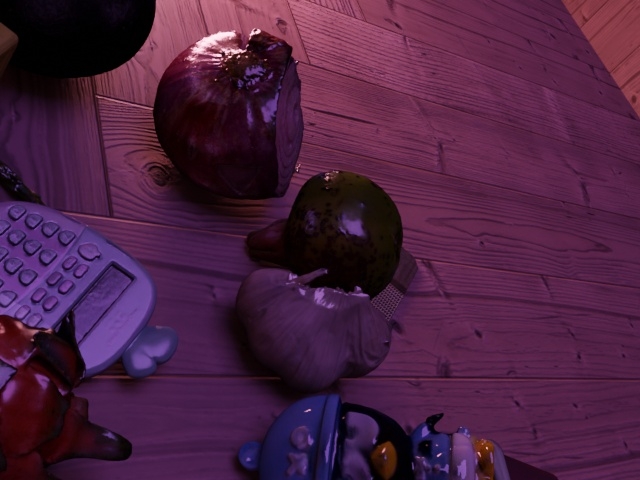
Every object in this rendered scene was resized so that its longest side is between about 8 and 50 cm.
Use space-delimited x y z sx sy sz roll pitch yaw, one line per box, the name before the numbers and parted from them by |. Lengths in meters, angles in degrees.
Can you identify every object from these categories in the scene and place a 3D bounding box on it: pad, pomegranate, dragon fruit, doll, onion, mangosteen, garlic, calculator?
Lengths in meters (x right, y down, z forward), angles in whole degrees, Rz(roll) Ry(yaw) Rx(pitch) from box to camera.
pad | 0.034 -0.013 1.284 0.323 0.055 0.250 54 38 -13
pomegranate | 0.000 0.000 1.138 0.248 0.214 0.214 -2 41 15
dragon fruit | -0.321 0.168 0.725 0.274 0.193 0.192 35 36 -48
doll | 0.053 0.279 0.911 0.314 0.141 0.177 2 60 9
onion | -0.150 -0.195 1.181 0.231 0.272 0.256 12 35 4
mangosteen | -0.378 -0.392 1.093 0.275 0.302 0.275 11 27 -6
garlic | -0.018 0.132 1.030 0.230 0.178 0.142 26 63 -3
calculator | -0.312 0.067 0.913 0.299 0.041 0.185 36 52 -6

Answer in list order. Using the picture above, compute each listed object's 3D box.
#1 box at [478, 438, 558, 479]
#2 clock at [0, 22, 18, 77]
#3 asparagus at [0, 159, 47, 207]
box | 0.233 0.424 0.953 0.168 0.193 0.293 22 43 -31
clock | -0.494 -0.210 0.955 0.096 0.143 0.202 39 38 -17
asparagus | -0.376 -0.035 0.985 0.236 0.027 0.034 48 51 7
